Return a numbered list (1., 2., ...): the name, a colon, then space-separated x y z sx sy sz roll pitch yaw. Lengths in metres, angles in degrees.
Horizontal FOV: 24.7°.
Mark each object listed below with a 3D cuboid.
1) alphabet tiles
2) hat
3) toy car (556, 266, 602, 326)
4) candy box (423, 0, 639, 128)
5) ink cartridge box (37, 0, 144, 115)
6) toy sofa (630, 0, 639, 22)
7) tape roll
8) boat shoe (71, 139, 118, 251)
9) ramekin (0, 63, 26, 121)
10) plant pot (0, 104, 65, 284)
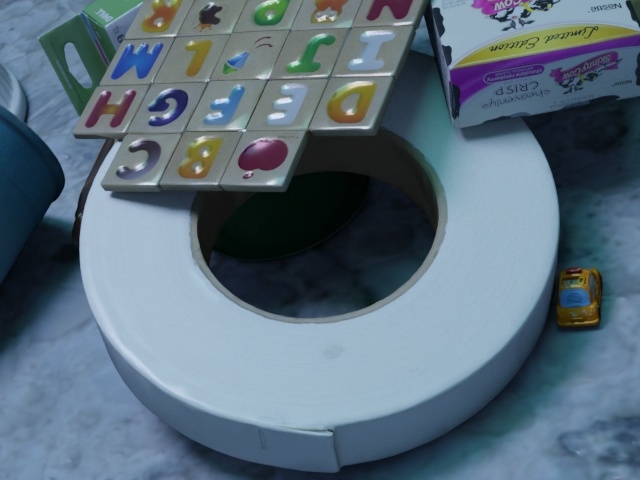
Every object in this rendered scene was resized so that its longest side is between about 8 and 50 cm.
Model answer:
1. alphabet tiles: -0.050 -0.174 1.237 0.285 0.011 0.342 2 53 28
2. hat: -0.073 -0.108 1.329 0.208 0.183 0.173 23 58 40
3. toy car: 0.235 0.043 1.136 0.122 0.040 0.060 9 50 32
4. candy box: 0.167 -0.208 1.237 0.159 0.071 0.233 -11 47 1
5. ink cartridge box: -0.181 -0.219 1.557 0.209 0.109 0.062 -35 41 -14
6. toy sofa: 0.312 -0.295 1.411 0.150 0.177 0.362 -43 38 15
7. tape roll: 0.000 0.000 1.189 0.392 0.072 0.392 -3 55 4
8. boat shoe: -0.188 -0.071 1.430 0.073 0.073 0.207 -44 14 44
9. ramekin: -0.470 -0.147 1.597 0.273 0.127 0.273 -12 42 11
10. plant pot: -0.409 -0.001 1.329 0.272 0.271 0.255 8 65 31
